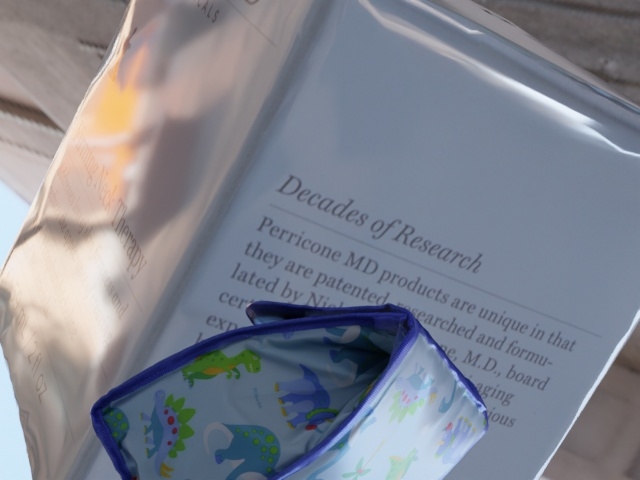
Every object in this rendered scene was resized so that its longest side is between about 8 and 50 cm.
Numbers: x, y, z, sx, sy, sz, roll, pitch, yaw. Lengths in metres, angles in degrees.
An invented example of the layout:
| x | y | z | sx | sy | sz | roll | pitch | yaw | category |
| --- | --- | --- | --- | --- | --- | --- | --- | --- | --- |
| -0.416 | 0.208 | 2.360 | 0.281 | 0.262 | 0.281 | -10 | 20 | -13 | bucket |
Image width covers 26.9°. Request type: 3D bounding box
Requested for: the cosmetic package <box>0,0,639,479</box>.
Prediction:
| x | y | z | sx | sy | sz | roll | pitch | yaw | category |
| --- | --- | --- | --- | --- | --- | --- | --- | --- | --- |
| 0.000 | 0.000 | 0.972 | 0.393 | 0.327 | 0.329 | -61 | -151 | 14 | cosmetic package |

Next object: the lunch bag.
| x | y | z | sx | sy | sz | roll | pitch | yaw | category |
| --- | --- | --- | --- | --- | --- | --- | --- | --- | --- |
| -0.006 | 0.090 | 0.606 | 0.151 | 0.129 | 0.096 | -27 | -121 | 9 | lunch bag |
